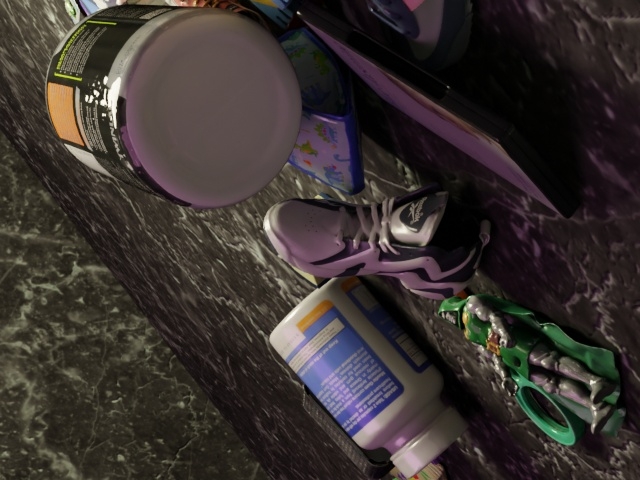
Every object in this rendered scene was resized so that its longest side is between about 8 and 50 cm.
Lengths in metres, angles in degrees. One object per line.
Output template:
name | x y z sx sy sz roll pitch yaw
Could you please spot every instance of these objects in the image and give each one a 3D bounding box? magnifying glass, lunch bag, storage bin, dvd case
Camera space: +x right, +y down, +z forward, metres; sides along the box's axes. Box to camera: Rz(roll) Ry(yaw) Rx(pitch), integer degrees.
magnifying glass | 0.223 0.145 1.364 0.231 0.026 0.092 52 162 2
lunch bag | -0.004 -0.135 1.259 0.151 0.096 0.129 51 164 34
storage bin | 0.069 0.259 1.794 0.180 0.122 0.084 45 161 18
dvd case | 0.104 -0.117 1.039 0.253 0.022 0.180 39 -177 35

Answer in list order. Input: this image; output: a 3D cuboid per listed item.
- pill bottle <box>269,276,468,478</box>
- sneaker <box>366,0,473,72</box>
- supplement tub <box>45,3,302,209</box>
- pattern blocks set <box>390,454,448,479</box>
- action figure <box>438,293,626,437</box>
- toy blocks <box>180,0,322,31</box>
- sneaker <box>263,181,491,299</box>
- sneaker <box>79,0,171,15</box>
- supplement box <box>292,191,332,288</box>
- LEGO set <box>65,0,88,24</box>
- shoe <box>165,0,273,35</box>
pill bottle | 0.071 0.188 1.603 0.272 0.152 0.152 49 162 8
sneaker | 0.031 -0.237 0.918 0.112 0.131 0.319 34 157 39
supplement tub | -0.169 -0.148 1.222 0.316 0.193 0.193 22 146 59
pattern blocks set | 0.163 0.386 1.964 0.285 0.026 0.325 43 160 24
action figure | 0.218 0.120 1.267 0.232 0.063 0.137 32 145 40
toy blocks | -0.087 -0.310 1.048 0.261 0.191 0.381 40 163 -2
sneaker | 0.068 -0.017 1.215 0.235 0.094 0.153 20 148 -8
sneaker | -0.221 -0.302 1.399 0.323 0.130 0.236 49 167 25
supplement box | 0.000 0.000 1.524 0.056 0.083 0.083 34 156 42
LEGO set | -0.336 -0.324 1.813 0.182 0.060 0.244 62 162 8
shoe | -0.118 -0.267 1.339 0.178 0.063 0.081 52 161 -18
